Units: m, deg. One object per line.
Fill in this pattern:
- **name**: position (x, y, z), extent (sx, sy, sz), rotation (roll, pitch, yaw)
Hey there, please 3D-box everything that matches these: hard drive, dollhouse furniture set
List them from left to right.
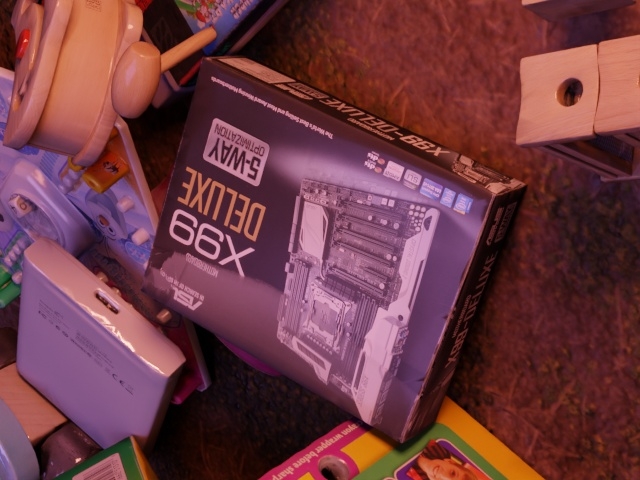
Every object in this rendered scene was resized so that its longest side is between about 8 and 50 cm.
- **hard drive**: position (-0.258, 0.138, 1.394), extent (0.203, 0.040, 0.307), rotation (40, 150, 8)
- **dollhouse furniture set**: position (0.232, -0.149, 0.876), extent (0.129, 0.129, 0.183), rotation (-4, 77, 42)

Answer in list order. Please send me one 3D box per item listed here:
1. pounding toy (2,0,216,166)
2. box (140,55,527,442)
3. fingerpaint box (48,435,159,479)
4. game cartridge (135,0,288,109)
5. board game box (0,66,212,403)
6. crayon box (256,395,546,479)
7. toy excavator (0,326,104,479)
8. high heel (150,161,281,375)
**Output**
- **pounding toy**: position (-0.194, -0.149, 1.111), extent (0.154, 0.155, 0.269), rotation (-64, 28, 23)
- **box**: position (0.000, 0.000, 1.108), extent (0.307, 0.076, 0.242), rotation (28, 112, 24)
- **fingerpaint box**: position (-0.147, 0.461, 1.248), extent (0.371, 0.163, 0.445), rotation (64, 171, -20)
- **game cartridge**: position (-0.118, -0.287, 1.117), extent (0.355, 0.068, 0.230), rotation (-35, 80, 52)
- **board game box**: position (-0.316, -0.021, 1.369), extent (0.390, 0.050, 0.390), rotation (21, 140, 33)
- **crayon box**: position (0.081, 0.306, 1.026), extent (0.313, 0.363, 0.106), rotation (41, 128, 21)
- **toy excavator**: position (-0.532, 0.369, 1.548), extent (0.222, 0.445, 0.433), rotation (46, 134, 17)
- **high heel**: position (-0.078, 0.016, 1.245), extent (0.117, 0.082, 0.244), rotation (-38, 76, 41)
